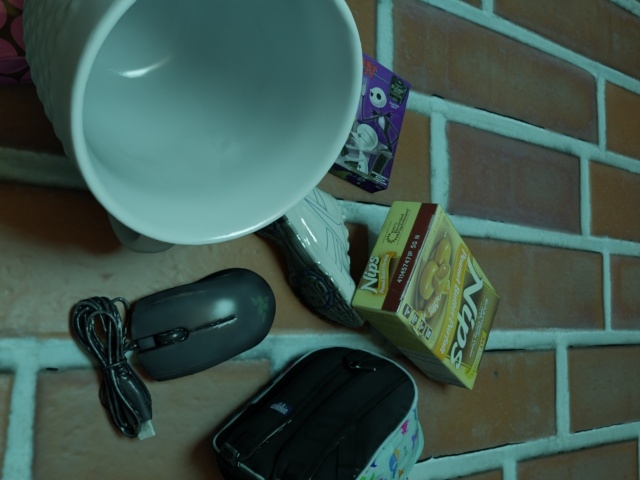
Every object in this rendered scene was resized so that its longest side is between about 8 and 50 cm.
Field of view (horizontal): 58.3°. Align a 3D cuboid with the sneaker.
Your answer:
[{"bbox_3d":[0.000,0.000,0.862,0.129,0.111,0.297,-42,109,-36],"label":"sneaker"}]

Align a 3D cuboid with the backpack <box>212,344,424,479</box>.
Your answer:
[{"bbox_3d":[0.016,0.269,0.777,0.253,0.225,0.191,-43,131,-34],"label":"backpack"}]

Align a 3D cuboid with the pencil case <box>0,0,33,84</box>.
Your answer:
[{"bbox_3d":[-0.378,-0.286,0.644,0.098,0.095,0.209,-12,90,-10],"label":"pencil case"}]

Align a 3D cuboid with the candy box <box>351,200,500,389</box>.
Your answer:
[{"bbox_3d":[0.185,0.098,0.929,0.316,0.087,0.183,45,62,-44],"label":"candy box"}]

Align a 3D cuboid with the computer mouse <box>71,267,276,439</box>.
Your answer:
[{"bbox_3d":[-0.162,0.122,0.757,0.272,0.072,0.189,-23,98,-33],"label":"computer mouse"}]

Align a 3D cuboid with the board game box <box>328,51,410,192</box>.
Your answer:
[{"bbox_3d":[-0.012,-0.236,0.910,0.346,0.056,0.208,22,69,-30],"label":"board game box"}]

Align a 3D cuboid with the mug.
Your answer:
[{"bbox_3d":[-0.175,-0.160,0.620,0.276,0.328,0.374,-4,128,-38],"label":"mug"}]
